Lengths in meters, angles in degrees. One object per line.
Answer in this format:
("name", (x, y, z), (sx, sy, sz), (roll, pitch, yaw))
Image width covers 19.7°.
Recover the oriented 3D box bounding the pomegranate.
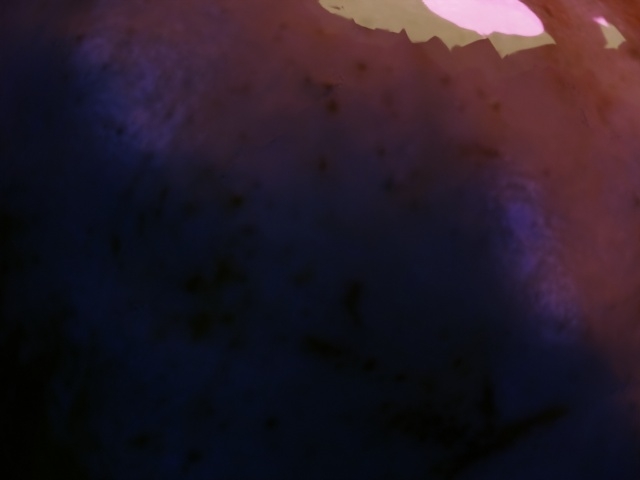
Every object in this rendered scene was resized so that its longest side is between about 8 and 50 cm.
("pomegranate", (0.000, 0.000, 0.635), (0.332, 0.332, 0.332), (25, 3, -1))
